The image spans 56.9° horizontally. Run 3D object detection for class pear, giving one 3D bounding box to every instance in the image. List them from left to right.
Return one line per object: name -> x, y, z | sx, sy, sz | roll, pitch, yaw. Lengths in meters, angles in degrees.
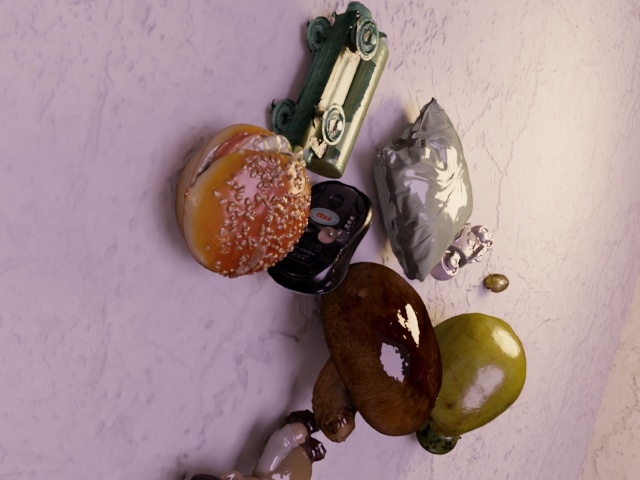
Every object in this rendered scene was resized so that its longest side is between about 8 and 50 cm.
pear -> 0.342, 0.311, 1.387 | 0.307, 0.252, 0.253 | -43, 128, -21

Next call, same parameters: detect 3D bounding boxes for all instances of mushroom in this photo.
mushroom -> 0.119, 0.199, 1.116 | 0.345, 0.238, 0.345 | 7, 90, -82

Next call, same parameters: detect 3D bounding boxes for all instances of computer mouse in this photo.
computer mouse -> 0.000, 0.000, 1.027 | 0.233, 0.137, 0.096 | -54, 152, -27

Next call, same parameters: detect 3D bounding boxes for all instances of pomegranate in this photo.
pomegranate -> 0.276, 0.461, 1.462 | 0.161, 0.122, 0.122 | 30, 74, -11

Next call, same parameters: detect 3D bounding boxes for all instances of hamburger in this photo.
hamburger -> -0.112, -0.055, 0.874 | 0.236, 0.147, 0.237 | -15, 112, -43

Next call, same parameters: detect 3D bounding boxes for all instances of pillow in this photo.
pillow -> 0.225, -0.115, 1.243 | 0.283, 0.138, 0.310 | -44, 125, -39

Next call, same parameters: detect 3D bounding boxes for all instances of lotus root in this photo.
lotus root -> 0.502, 0.118, 1.665 | 0.099, 0.054, 0.049 | -4, 122, -47

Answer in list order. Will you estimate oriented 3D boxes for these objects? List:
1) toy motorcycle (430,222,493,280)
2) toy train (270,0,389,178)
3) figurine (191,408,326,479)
toy motorcycle -> 0.339, 0.016, 1.443 | 0.254, 0.112, 0.113 | -26, 117, -43
toy train -> 0.037, -0.246, 1.010 | 0.189, 0.126, 0.308 | 33, 74, -47
figurine -> -0.089, 0.447, 0.969 | 0.365, 0.206, 0.218 | -28, 130, -43
